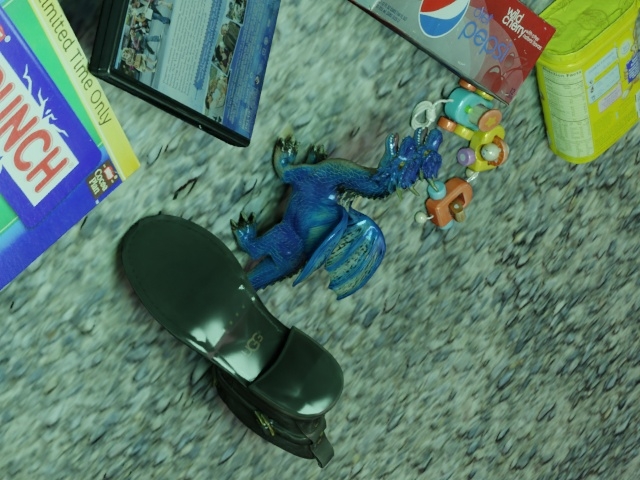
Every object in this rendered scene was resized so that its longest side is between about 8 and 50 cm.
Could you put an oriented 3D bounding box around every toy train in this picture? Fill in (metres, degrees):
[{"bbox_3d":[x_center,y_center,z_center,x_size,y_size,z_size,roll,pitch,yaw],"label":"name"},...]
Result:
[{"bbox_3d":[0.147,-0.085,1.884,0.125,0.046,0.166,-38,140,-23],"label":"toy train"}]

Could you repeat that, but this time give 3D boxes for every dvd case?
[{"bbox_3d":[-0.098,-0.187,1.469,0.253,0.022,0.180,24,77,-66],"label":"dvd case"}]

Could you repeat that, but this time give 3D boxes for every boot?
[{"bbox_3d":[-0.083,0.105,1.699,0.091,0.263,0.229,-44,173,-16],"label":"boot"}]

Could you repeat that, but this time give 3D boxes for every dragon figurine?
[{"bbox_3d":[0.000,0.000,1.704,0.085,0.144,0.289,18,107,-51],"label":"dragon figurine"}]

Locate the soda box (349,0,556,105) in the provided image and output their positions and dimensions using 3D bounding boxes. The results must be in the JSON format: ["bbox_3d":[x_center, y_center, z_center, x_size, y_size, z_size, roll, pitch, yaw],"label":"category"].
[{"bbox_3d":[0.111,-0.220,1.714,0.263,0.083,0.092,26,97,-53],"label":"soda box"}]

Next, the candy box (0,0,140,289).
[{"bbox_3d":[-0.315,-0.060,1.339,0.317,0.122,0.268,-44,141,-17],"label":"candy box"}]

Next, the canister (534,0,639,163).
[{"bbox_3d":[0.283,-0.177,1.943,0.126,0.073,0.170,-40,141,-19],"label":"canister"}]
